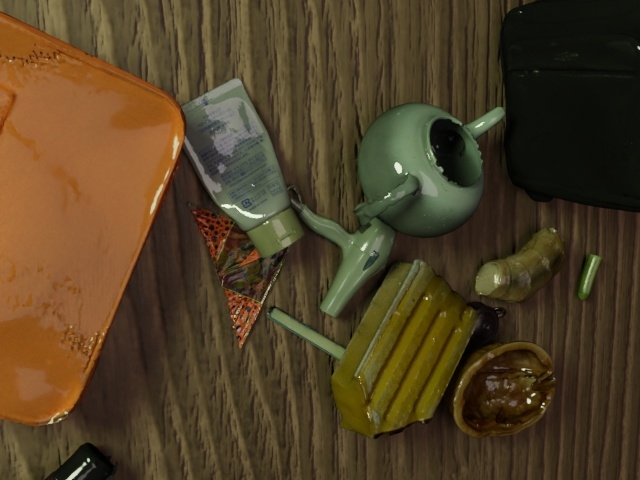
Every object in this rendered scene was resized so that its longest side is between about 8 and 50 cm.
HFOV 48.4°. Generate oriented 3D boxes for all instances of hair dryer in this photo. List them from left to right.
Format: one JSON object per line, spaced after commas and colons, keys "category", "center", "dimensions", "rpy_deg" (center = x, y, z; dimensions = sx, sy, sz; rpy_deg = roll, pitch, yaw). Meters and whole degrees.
{"category": "hair dryer", "center": [0.001, 0.021, 1.015], "dimensions": [0.199, 0.067, 0.167], "rpy_deg": [17, 97, -19]}

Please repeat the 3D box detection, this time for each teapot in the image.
{"category": "teapot", "center": [0.147, -0.102, 0.993], "dimensions": [0.294, 0.129, 0.193], "rpy_deg": [-38, 96, -41]}
{"category": "teapot", "center": [0.267, 0.136, 1.173], "dimensions": [0.100, 0.045, 0.068], "rpy_deg": [-27, 112, -20]}

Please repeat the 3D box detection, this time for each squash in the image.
{"category": "squash", "center": [0.484, 0.068, 1.286], "dimensions": [0.027, 0.027, 0.083], "rpy_deg": [18, 91, -29]}

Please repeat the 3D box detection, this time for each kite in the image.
{"category": "kite", "center": [-0.092, 0.030, 0.985], "dimensions": [0.125, 0.008, 0.222], "rpy_deg": [-23, 109, -23]}

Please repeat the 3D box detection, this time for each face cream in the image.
{"category": "face cream", "center": [-0.101, -0.091, 0.939], "dimensions": [0.114, 0.070, 0.224], "rpy_deg": [-33, 100, -19]}

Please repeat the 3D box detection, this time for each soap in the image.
{"category": "soap", "center": [0.120, 0.175, 1.056], "dimensions": [0.160, 0.080, 0.258], "rpy_deg": [42, 67, -26]}

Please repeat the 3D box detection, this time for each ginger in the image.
{"category": "ginger", "center": [0.337, 0.047, 1.182], "dimensions": [0.190, 0.069, 0.095], "rpy_deg": [-35, 88, -17]}

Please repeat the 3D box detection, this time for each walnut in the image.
{"category": "walnut", "center": [0.283, 0.233, 1.174], "dimensions": [0.211, 0.087, 0.167], "rpy_deg": [-1, 106, -26]}

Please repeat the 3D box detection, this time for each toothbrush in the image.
{"category": "toothbrush", "center": [0.035, 0.172, 1.065], "dimensions": [0.294, 0.028, 0.026], "rpy_deg": [36, 65, -28]}

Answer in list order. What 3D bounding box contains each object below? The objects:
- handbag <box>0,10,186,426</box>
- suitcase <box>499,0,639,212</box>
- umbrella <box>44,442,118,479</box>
{"category": "handbag", "center": [-0.349, -0.018, 0.785], "dimensions": [0.303, 0.116, 0.410], "rpy_deg": [23, 87, -26]}
{"category": "suitcase", "center": [0.420, -0.211, 1.020], "dimensions": [0.188, 0.345, 0.340], "rpy_deg": [-16, 108, -21]}
{"category": "umbrella", "center": [-0.376, 0.380, 0.851], "dimensions": [0.326, 0.094, 0.090], "rpy_deg": [-46, 130, -13]}
